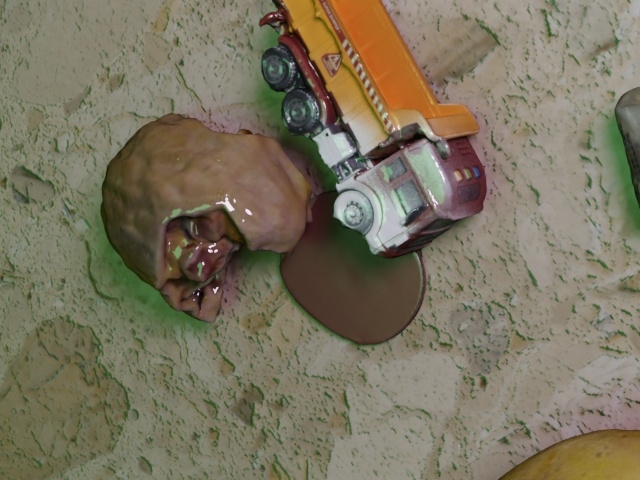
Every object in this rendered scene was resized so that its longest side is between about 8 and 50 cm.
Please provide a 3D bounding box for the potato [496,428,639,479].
[{"bbox_3d":[0.248,0.352,0.950,0.296,0.290,0.397,-40,50,26],"label":"potato"}]

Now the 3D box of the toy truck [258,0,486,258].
[{"bbox_3d":[0.048,-0.125,1.093,0.135,0.114,0.270,-33,80,34],"label":"toy truck"}]

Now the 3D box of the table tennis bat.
[{"bbox_3d":[0.000,0.000,1.195,0.246,0.022,0.138,41,115,15],"label":"table tennis bat"}]

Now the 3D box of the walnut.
[{"bbox_3d":[-0.141,-0.031,1.181,0.238,0.141,0.204,-42,74,41],"label":"walnut"}]

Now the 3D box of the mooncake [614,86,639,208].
[{"bbox_3d":[0.312,-0.078,0.970,0.130,0.073,0.125,-8,92,29],"label":"mooncake"}]
